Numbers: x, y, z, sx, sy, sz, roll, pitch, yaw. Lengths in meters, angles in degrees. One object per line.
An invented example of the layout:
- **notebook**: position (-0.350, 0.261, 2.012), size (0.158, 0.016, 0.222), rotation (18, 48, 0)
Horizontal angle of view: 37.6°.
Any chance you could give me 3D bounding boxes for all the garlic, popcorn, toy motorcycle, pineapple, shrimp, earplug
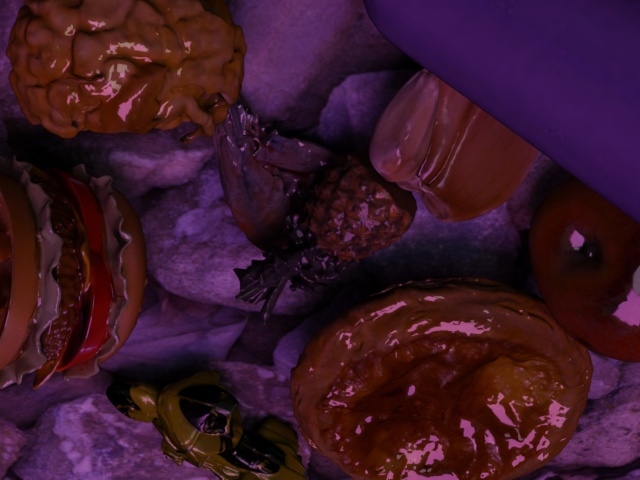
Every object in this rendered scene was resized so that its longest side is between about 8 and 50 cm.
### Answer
- **garlic**: position (0.173, -0.139, 1.128), size (0.217, 0.110, 0.228), rotation (38, 90, -35)
- **popcorn**: position (-0.205, -0.192, 0.979), size (0.250, 0.250, 0.190), rotation (12, 112, -16)
- **toy motorcycle**: position (-0.159, 0.300, 1.462), size (0.206, 0.142, 0.342), rotation (-1, 146, 49)
- **pineapple**: position (-0.001, -0.001, 1.176), size (0.248, 0.128, 0.128), rotation (-40, 123, 20)
- **shrimp**: position (-0.051, -0.093, 1.190), size (0.164, 0.062, 0.317), rotation (-21, 133, 2)
- **earplug**: position (0.241, -0.194, 0.945), size (0.456, 0.215, 0.215), rotation (36, 127, 14)

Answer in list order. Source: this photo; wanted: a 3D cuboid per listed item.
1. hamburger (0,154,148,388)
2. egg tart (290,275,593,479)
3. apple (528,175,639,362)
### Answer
- **hamburger**: position (-0.325, 0.038, 1.135), size (0.212, 0.274, 0.274), rotation (3, 136, -44)
- **egg tart**: position (0.169, 0.198, 1.382), size (0.443, 0.178, 0.443), rotation (-2, 130, -2)
- **apple**: position (0.384, 0.026, 1.204), size (0.253, 0.253, 0.253), rotation (-3, 131, -4)
